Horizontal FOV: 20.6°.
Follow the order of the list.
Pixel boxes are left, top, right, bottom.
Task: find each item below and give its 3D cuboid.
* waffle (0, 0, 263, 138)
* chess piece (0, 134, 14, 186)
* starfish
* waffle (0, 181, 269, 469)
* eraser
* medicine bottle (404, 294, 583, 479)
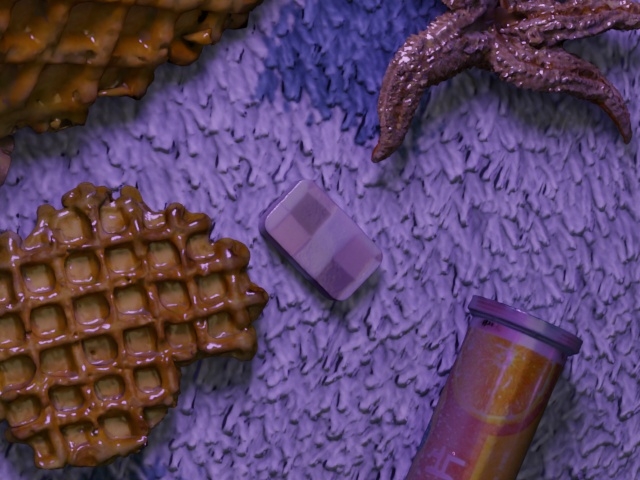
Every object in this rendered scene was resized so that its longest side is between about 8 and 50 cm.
[{"bbox_3d":[-0.170,-0.248,1.381,0.382,0.380,0.095,-32,57,-14],"label":"waffle"},{"bbox_3d":[-0.319,-0.079,1.462,0.122,0.066,0.066,18,86,-21],"label":"chess piece"},{"bbox_3d":[0.187,-0.218,1.589,0.293,0.084,0.302,0,94,-20],"label":"starfish"},{"bbox_3d":[-0.177,0.081,1.503,0.249,0.056,0.253,22,83,-14],"label":"waffle"},{"bbox_3d":[0.000,0.000,1.566,0.105,0.026,0.065,46,76,-11],"label":"eraser"},{"bbox_3d":[0.104,0.264,1.556,0.108,0.108,0.426,24,85,-14],"label":"medicine bottle"}]
